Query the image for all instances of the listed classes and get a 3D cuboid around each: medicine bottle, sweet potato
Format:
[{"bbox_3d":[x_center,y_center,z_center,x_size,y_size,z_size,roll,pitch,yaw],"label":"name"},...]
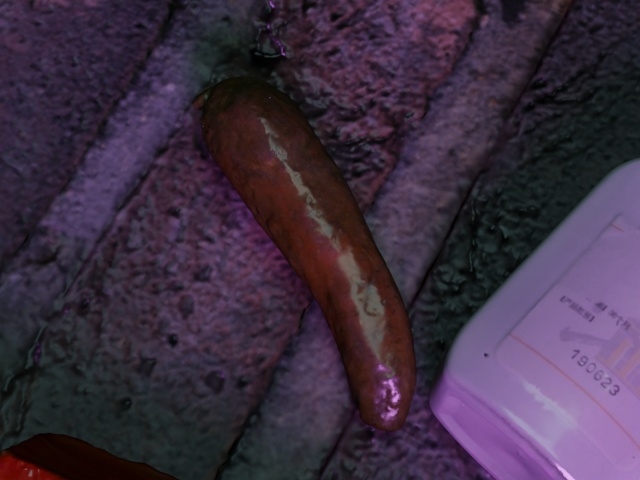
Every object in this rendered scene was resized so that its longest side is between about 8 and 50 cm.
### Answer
[{"bbox_3d":[0.217,0.044,0.901,0.161,0.111,0.296,41,71,10],"label":"medicine bottle"},{"bbox_3d":[0.000,0.000,0.922,0.075,0.075,0.273,-27,76,-16],"label":"sweet potato"}]

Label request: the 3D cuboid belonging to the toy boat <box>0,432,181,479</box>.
[{"bbox_3d":[-0.052,0.231,0.783,0.331,0.145,0.133,20,90,5],"label":"toy boat"}]
